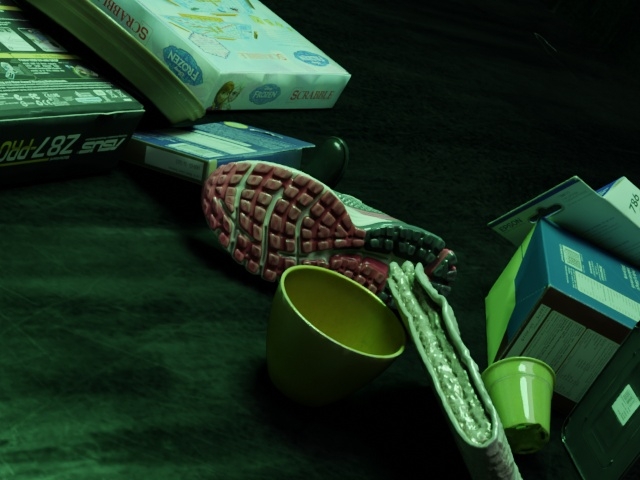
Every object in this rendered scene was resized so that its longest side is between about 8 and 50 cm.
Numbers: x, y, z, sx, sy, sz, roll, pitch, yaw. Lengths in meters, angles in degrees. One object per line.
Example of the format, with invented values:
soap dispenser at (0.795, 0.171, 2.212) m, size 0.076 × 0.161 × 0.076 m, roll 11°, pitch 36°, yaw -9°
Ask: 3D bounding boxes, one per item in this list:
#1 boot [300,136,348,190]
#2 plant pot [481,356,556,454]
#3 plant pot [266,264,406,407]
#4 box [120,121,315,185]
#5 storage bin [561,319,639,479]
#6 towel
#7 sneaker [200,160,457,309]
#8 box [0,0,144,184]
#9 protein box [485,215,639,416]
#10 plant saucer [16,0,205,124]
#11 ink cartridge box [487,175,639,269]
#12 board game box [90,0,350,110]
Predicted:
boot at (-0.024, -0.067, 1.537) m, size 0.045 × 0.121 × 0.099 m, roll 40°, pitch 19°, yaw 23°
plant pot at (0.211, 0.179, 1.392) m, size 0.083 × 0.083 × 0.079 m, roll 22°, pitch 37°, yaw -18°
plant pot at (0.001, 0.102, 1.263) m, size 0.134 × 0.095 × 0.134 m, roll 25°, pitch 24°, yaw -12°
box at (-0.118, -0.103, 1.539) m, size 0.136 × 0.037 × 0.225 m, roll 18°, pitch 18°, yaw 29°
storage bin at (0.349, 0.185, 1.398) m, size 0.084 × 0.180 × 0.122 m, roll 18°, pitch 27°, yaw -24°
towel at (0.137, 0.154, 1.259) m, size 0.282 × 0.049 × 0.187 m, roll -111°, pitch 177°, yaw -52°
sneaker at (0.000, 0.000, 1.459) m, size 0.299 × 0.121 × 0.112 m, roll 24°, pitch 3°, yaw -24°
box at (-0.414, -0.177, 1.324) m, size 0.318 × 0.097 × 0.395 m, roll 40°, pitch 25°, yaw 18°
protein box at (0.316, 0.106, 1.568) m, size 0.201 × 0.136 × 0.200 m, roll 28°, pitch 24°, yaw -7°
plant saucer at (-0.251, -0.222, 1.531) m, size 0.278 × 0.041 × 0.278 m, roll 38°, pitch -5°, yaw 4°
ink cartridge box at (0.386, 0.026, 1.680) m, size 0.332 × 0.165 × 0.065 m, roll 37°, pitch 51°, yaw -20°
board game box at (-0.162, -0.299, 1.882) m, size 0.318 × 0.066 × 0.318 m, roll 42°, pitch 26°, yaw 23°
